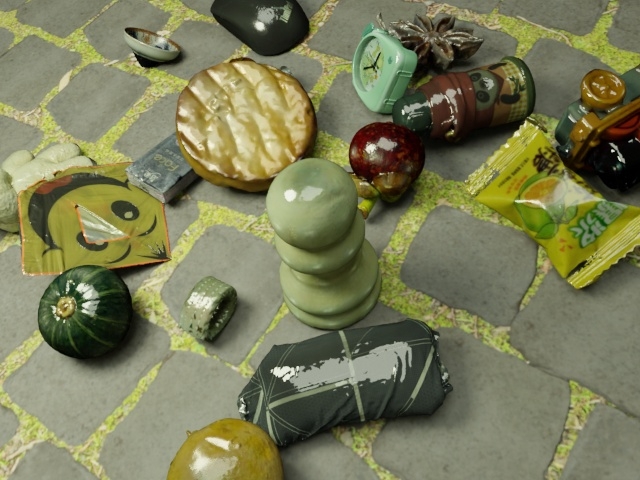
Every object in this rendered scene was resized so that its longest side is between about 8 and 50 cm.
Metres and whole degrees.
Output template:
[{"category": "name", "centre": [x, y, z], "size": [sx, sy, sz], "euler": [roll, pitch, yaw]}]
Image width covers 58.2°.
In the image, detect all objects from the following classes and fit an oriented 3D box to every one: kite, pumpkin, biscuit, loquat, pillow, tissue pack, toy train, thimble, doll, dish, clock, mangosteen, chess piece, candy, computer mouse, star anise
[{"category": "kite", "centre": [-0.433, -0.045, 1.150], "size": [0.327, 0.013, 0.378], "euler": [30, 48, 8]}, {"category": "pumpkin", "centre": [-0.414, 0.126, 1.022], "size": [0.167, 0.125, 0.167], "euler": [-10, 67, 24]}, {"category": "biscuit", "centre": [-0.152, -0.236, 1.200], "size": [0.296, 0.102, 0.297], "euler": [3, 70, -8]}, {"category": "loquat", "centre": [-0.126, 0.349, 0.818], "size": [0.204, 0.149, 0.172], "euler": [29, 68, 15]}, {"category": "pillow", "centre": [0.033, 0.221, 0.906], "size": [0.334, 0.093, 0.162], "euler": [-12, 60, 3]}, {"category": "tissue pack", "centre": [-0.316, -0.156, 1.218], "size": [0.112, 0.051, 0.156], "euler": [29, 57, 20]}, {"category": "toy train", "centre": [0.614, -0.227, 1.059], "size": [0.369, 0.163, 0.232], "euler": [-30, 67, -10]}, {"category": "thimble", "centre": [-0.198, 0.121, 1.012], "size": [0.062, 0.084, 0.110], "euler": [21, 61, 21]}, {"category": "doll", "centre": [-0.620, -0.117, 1.233], "size": [0.278, 0.150, 0.175], "euler": [-31, 24, -31]}, {"category": "dish", "centre": [-0.428, -0.467, 1.438], "size": [0.141, 0.078, 0.141], "euler": [20, 26, -10]}, {"category": "clock", "centre": [0.127, -0.381, 1.246], "size": [0.060, 0.148, 0.189], "euler": [-2, 48, -29]}, {"category": "mangosteen", "centre": [0.126, -0.133, 1.095], "size": [0.145, 0.156, 0.182], "euler": [-5, 96, -12]}, {"category": "chess piece", "centre": [0.000, 0.000, 0.911], "size": [0.182, 0.330, 0.183], "euler": [-4, 59, 7]}, {"category": "candy", "centre": [0.412, -0.068, 1.009], "size": [0.187, 0.081, 0.297], "euler": [-45, 61, 11]}, {"category": "computer mouse", "centre": [-0.154, -0.578, 1.443], "size": [0.170, 0.100, 0.269], "euler": [-39, 60, -17]}, {"category": "star anise", "centre": [0.238, -0.451, 1.305], "size": [0.262, 0.081, 0.230], "euler": [22, 62, 24]}]

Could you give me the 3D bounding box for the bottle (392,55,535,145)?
[{"category": "bottle", "centre": [0.279, -0.264, 1.146], "size": [0.271, 0.143, 0.156], "euler": [-16, 31, -4]}]

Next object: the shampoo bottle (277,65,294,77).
[{"category": "shampoo bottle", "centre": [-0.151, -0.317, 1.301], "size": [0.207, 0.057, 0.064], "euler": [-36, 88, -12]}]

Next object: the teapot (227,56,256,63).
[{"category": "teapot", "centre": [-0.197, -0.381, 1.336], "size": [0.098, 0.078, 0.129], "euler": [21, 64, 21]}]
